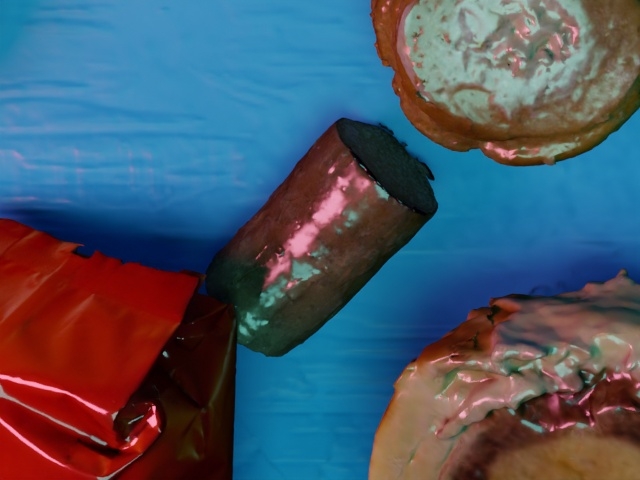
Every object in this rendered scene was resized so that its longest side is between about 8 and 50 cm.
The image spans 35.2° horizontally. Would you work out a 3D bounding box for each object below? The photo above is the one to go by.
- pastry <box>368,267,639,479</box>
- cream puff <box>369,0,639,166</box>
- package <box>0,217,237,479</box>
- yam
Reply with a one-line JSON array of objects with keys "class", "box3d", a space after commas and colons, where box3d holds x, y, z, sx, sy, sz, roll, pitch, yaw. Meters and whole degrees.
[{"class": "pastry", "box3d": [0.159, 0.134, 0.584, 0.236, 0.170, 0.256, 9, 125, 19]}, {"class": "cream puff", "box3d": [0.095, -0.106, 0.505, 0.144, 0.103, 0.126, 11, 108, -4]}, {"class": "package", "box3d": [-0.155, 0.196, 0.600, 0.196, 0.123, 0.424, 17, 117, 25]}, {"class": "yam", "box3d": [-0.001, -0.002, 0.564, 0.084, 0.084, 0.127, 40, 112, -16]}]
